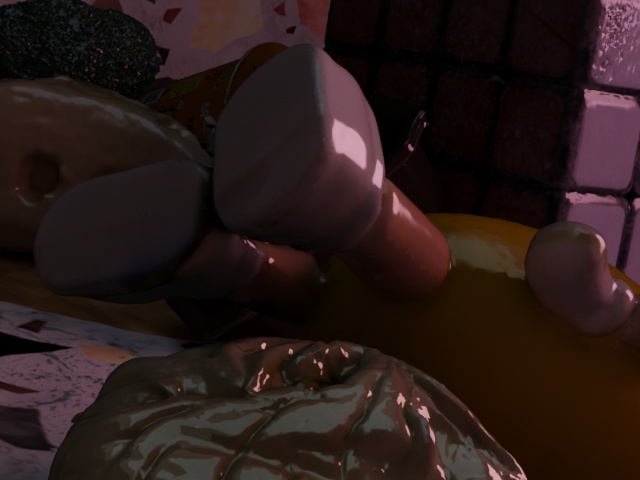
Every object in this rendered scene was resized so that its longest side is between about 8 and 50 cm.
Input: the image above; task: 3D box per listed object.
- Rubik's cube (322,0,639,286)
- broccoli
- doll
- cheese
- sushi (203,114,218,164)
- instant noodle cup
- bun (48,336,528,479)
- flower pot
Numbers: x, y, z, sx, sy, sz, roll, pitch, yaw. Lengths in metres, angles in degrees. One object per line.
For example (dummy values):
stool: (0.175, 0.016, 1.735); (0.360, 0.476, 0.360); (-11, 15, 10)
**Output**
Rubik's cube: (0.214, -0.064, 1.389); (0.337, 0.343, 0.344); (3, 12, -37)
broccoli: (-0.313, -0.148, 1.834); (0.254, 0.269, 0.269); (13, 9, -8)
doll: (0.051, 0.058, 0.851); (0.348, 0.161, 0.423); (3, -29, 23)
cheese: (-0.237, -0.062, 1.463); (0.248, 0.173, 0.251); (4, 16, -38)
sushi: (-0.023, -0.020, 1.546); (0.210, 0.192, 0.040); (8, -29, -25)
instant noodle cup: (-0.105, -0.098, 1.677); (0.172, 0.215, 0.216); (-7, -1, 33)
bun: (-0.012, 0.118, 0.679); (0.229, 0.145, 0.229); (12, 7, -2)
flower pot: (0.000, 0.000, 1.237); (0.084, 0.251, 0.179); (47, -5, -20)
